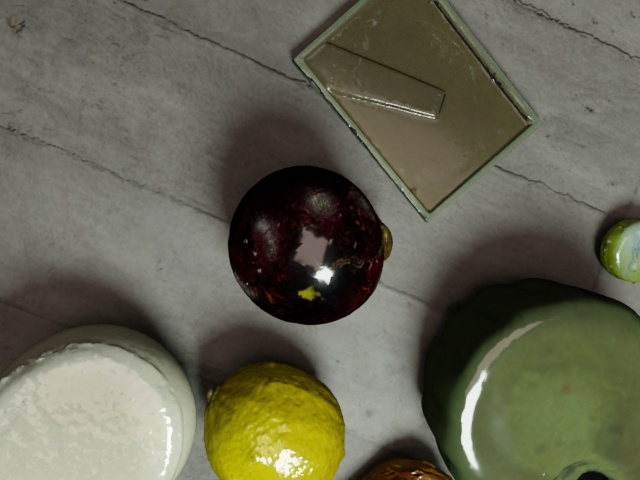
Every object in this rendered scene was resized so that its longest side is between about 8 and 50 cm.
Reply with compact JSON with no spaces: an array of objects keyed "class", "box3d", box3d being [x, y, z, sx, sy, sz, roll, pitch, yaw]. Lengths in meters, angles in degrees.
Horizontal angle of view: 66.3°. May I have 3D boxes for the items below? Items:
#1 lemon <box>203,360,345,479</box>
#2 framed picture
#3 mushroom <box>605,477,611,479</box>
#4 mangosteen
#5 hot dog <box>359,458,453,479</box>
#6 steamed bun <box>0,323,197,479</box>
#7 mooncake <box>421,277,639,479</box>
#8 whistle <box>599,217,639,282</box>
[{"class":"lemon","box3d":[-0.067,0.278,0.714,0.231,0.192,0.192,30,92,-11]},{"class":"framed picture","box3d":[0.155,-0.233,0.773,0.247,0.022,0.335,-41,95,1]},{"class":"mushroom","box3d":[0.573,0.495,0.730,0.352,0.260,0.352,0,89,-5]},{"class":"mangosteen","box3d":[0.000,0.000,0.701,0.265,0.228,0.228,-16,96,-40]},{"class":"hot dog","box3d":[0.124,0.447,0.780,0.227,0.099,0.160,-35,96,5]},{"class":"steamed bun","box3d":[-0.321,0.257,0.705,0.283,0.177,0.283,0,92,-10]},{"class":"mooncake","box3d":[0.324,0.225,0.735,0.351,0.187,0.351,0,98,-1]},{"class":"whistle","box3d":[0.551,0.013,0.801,0.198,0.057,0.104,-2,105,-10]}]
